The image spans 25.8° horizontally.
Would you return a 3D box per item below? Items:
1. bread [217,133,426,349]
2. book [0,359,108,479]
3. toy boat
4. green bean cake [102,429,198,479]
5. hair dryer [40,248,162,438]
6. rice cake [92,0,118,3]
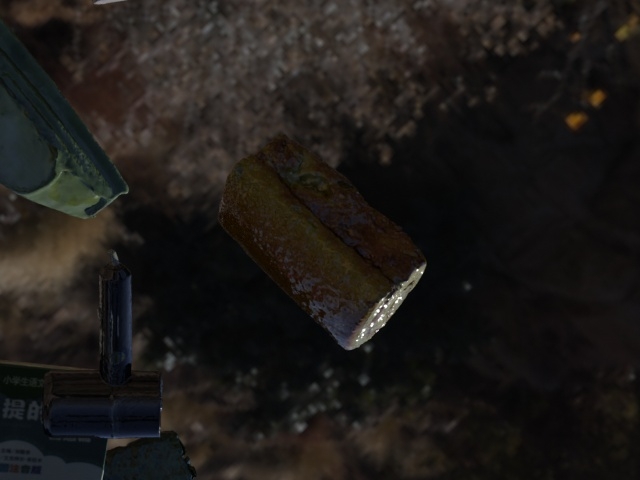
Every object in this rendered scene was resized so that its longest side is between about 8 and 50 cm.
[{"bbox_3d":[0.000,0.000,1.191,0.103,0.172,0.132,-43,168,-25],"label":"bread"},{"bbox_3d":[-0.340,0.265,1.537,0.027,0.202,0.264,11,-88,64],"label":"book"},{"bbox_3d":[-0.255,-0.122,1.016,0.093,0.293,0.055,-32,-160,23],"label":"toy boat"},{"bbox_3d":[-0.255,0.374,1.848,0.208,0.193,0.107,-15,166,-32],"label":"green bean cake"},{"bbox_3d":[-0.219,0.106,1.415,0.071,0.124,0.219,-102,-163,-61],"label":"hair dryer"},{"bbox_3d":[-0.115,-0.280,1.416,0.270,0.049,0.055,-13,-155,-20],"label":"rice cake"}]
